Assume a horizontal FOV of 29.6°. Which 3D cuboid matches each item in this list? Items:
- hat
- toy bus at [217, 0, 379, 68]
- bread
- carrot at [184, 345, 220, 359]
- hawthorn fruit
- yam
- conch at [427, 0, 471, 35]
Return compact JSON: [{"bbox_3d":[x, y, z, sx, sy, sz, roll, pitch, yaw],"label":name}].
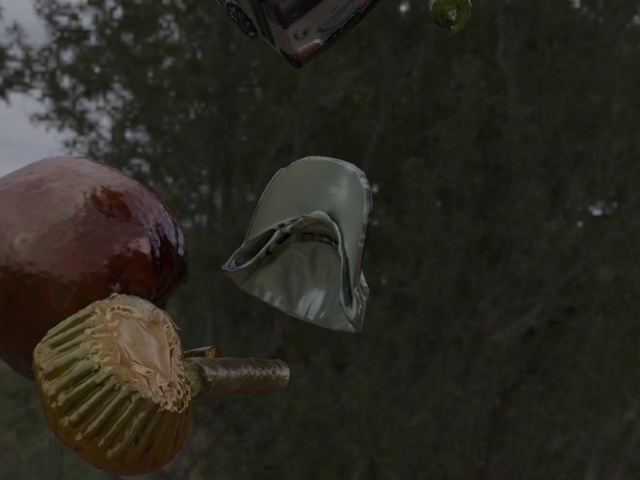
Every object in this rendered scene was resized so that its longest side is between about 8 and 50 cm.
[{"bbox_3d":[-0.004,0.004,2.106,0.258,0.301,0.168,20,8,20],"label":"hat"},{"bbox_3d":[-0.122,-0.500,1.908,0.440,0.209,0.249,43,-12,25],"label":"toy bus"},{"bbox_3d":[-0.255,0.187,1.557,0.139,0.240,0.240,-41,-20,24],"label":"bread"},{"bbox_3d":[-0.238,0.228,2.023,0.173,0.082,0.082,-15,-7,28],"label":"carrot"},{"bbox_3d":[-0.437,0.028,2.064,0.403,0.402,0.403,-1,-1,0],"label":"hawthorn fruit"},{"bbox_3d":[-0.135,0.217,1.940,0.066,0.066,0.300,-1,-4,24],"label":"yam"},{"bbox_3d":[0.216,-0.392,2.037,0.074,0.089,0.121,-9,35,4],"label":"conch"}]
